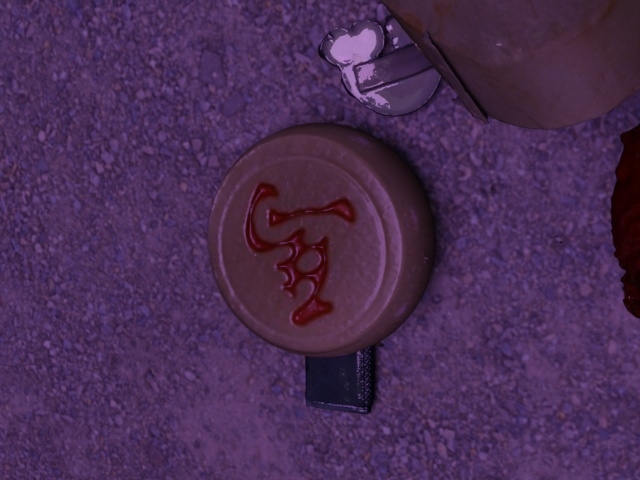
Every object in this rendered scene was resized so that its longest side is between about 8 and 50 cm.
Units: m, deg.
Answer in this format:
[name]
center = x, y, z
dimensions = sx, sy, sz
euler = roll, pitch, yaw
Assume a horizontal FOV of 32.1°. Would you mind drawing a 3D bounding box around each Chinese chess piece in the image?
[Chinese chess piece]
center = 0.000, 0.000, 1.266
dimensions = 0.273, 0.102, 0.273
euler = 3, 98, 24

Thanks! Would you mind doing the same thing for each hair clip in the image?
[hair clip]
center = 0.086, -0.197, 1.223
dimensions = 0.172, 0.049, 0.116
euler = -16, 91, 30

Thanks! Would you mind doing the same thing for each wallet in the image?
[wallet]
center = 0.024, 0.143, 1.347
dimensions = 0.088, 0.026, 0.129
euler = 4, 102, 23

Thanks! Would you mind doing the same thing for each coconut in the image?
[coconut]
center = 0.196, -0.264, 1.028
dimensions = 0.323, 0.323, 0.323
euler = 6, 105, 24

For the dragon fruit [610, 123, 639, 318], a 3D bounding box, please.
[dragon fruit]
center = 0.423, 0.007, 1.050
dimensions = 0.302, 0.240, 0.330
euler = 64, 148, 32
